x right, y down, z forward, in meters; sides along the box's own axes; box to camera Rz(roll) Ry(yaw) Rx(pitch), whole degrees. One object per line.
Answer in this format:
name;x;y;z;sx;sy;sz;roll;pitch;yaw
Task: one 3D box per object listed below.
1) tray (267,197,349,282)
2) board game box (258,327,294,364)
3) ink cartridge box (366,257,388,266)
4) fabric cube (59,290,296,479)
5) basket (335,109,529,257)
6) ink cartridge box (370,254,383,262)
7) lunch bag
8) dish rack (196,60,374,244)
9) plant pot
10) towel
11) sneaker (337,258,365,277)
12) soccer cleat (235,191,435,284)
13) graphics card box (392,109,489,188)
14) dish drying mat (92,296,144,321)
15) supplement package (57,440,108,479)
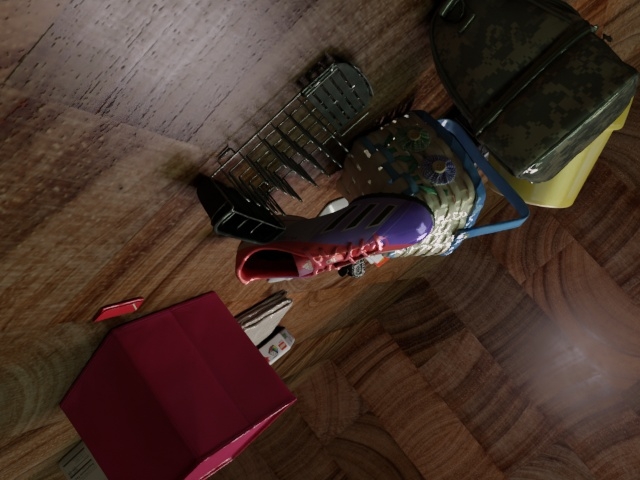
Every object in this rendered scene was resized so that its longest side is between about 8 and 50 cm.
tray;0.000;0.000;1.416;0.145;0.030;0.270;-22;158;-48
board game box;-0.164;0.327;1.856;0.193;0.053;0.305;-39;176;-3
ink cartridge box;0.192;0.014;1.830;0.145;0.045;0.179;-41;147;6
fabric cube;-0.253;0.288;1.192;0.259;0.258;0.254;-20;155;-54
basket;0.198;-0.098;1.161;0.288;0.255;0.201;-16;148;-35
ink cartridge box;0.122;-0.023;1.512;0.109;0.063;0.150;-46;151;4
lunch bag;0.297;-0.239;0.972;0.212;0.256;0.305;-47;165;21
dish rack;-0.030;-0.114;0.896;0.271;0.074;0.208;-42;167;8
plant pot;0.420;-0.199;1.244;0.254;0.254;0.239;-20;126;-53
towel;-0.181;0.237;1.649;0.187;0.049;0.282;-28;162;-38
sneaker;0.081;0.024;1.646;0.051;0.089;0.170;-1;114;-19
soccer cleat;0.017;0.008;1.023;0.318;0.109;0.116;-8;-146;20
graphics card box;0.308;-0.201;1.451;0.371;0.094;0.233;-39;166;-8
dish drying mat;-0.303;0.104;1.005;0.032;0.008;0.083;-45;165;26
supplement package;-0.427;0.476;1.558;0.262;0.145;0.204;-42;166;11
